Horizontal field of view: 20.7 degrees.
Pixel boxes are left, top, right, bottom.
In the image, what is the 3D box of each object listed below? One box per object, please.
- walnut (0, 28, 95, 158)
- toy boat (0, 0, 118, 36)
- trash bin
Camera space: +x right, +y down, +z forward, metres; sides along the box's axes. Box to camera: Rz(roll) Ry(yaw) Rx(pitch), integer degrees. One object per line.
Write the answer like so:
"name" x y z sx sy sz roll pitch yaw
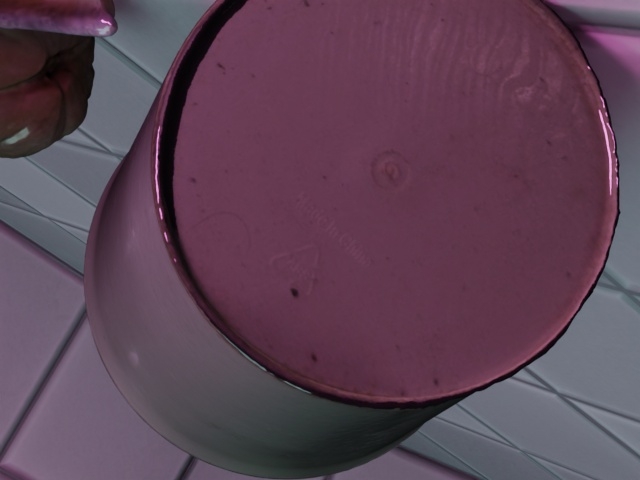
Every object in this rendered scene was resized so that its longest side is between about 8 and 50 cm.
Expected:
"walnut" -0.271 -0.158 1.358 0.230 0.178 0.178 24 169 47
"toy boat" -0.296 -0.227 1.157 0.293 0.111 0.276 -15 117 35
"trash bin" 0.000 0.000 1.075 0.280 0.280 0.432 30 167 -3
